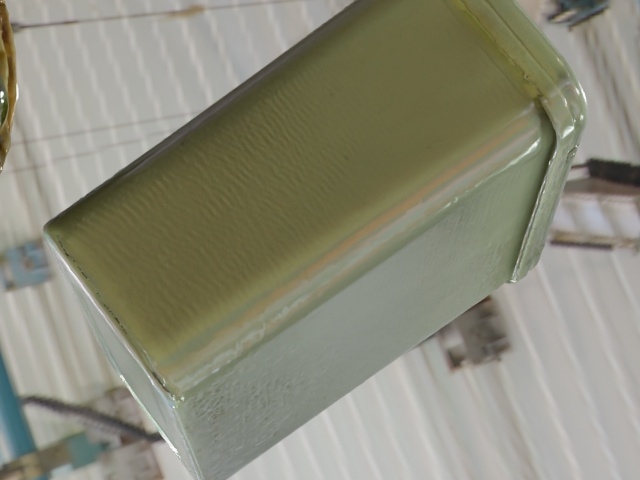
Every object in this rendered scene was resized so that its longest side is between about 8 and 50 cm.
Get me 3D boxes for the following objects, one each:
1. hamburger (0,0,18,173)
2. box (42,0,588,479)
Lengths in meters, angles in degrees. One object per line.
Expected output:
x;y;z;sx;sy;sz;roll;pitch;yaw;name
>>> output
-0.287;-0.079;0.965;0.209;0.330;0.162;17;-27;25;hamburger
0.000;0.000;1.143;0.177;0.344;0.352;50;-12;16;box
